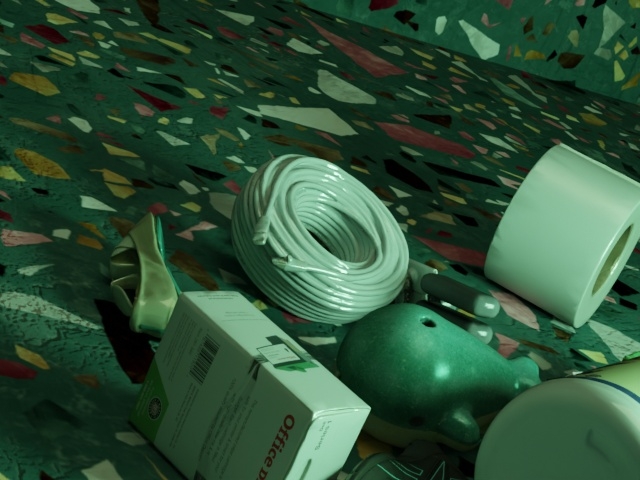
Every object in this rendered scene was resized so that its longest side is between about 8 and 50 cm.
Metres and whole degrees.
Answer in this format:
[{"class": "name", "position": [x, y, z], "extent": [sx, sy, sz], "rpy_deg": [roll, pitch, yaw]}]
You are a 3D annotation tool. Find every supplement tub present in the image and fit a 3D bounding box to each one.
[{"class": "supplement tub", "position": [0.342, 0.246, 1.670], "extent": [0.235, 0.235, 0.325], "rpy_deg": [36, 24, 30]}]

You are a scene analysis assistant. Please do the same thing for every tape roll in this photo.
[{"class": "tape roll", "position": [0.389, -0.007, 2.445], "extent": [0.169, 0.246, 0.246], "rpy_deg": [29, 20, 18]}]

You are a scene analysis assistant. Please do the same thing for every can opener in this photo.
[{"class": "can opener", "position": [0.171, 0.081, 2.106], "extent": [0.093, 0.074, 0.280], "rpy_deg": [11, 5, -19]}]

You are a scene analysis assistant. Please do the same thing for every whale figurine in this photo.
[{"class": "whale figurine", "position": [0.154, 0.153, 1.847], "extent": [0.272, 0.141, 0.216], "rpy_deg": [5, 34, -16]}]

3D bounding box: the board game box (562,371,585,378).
[{"class": "board game box", "position": [0.332, 0.202, 2.068], "extent": [0.090, 0.090, 0.020], "rpy_deg": [3, 58, -45]}]

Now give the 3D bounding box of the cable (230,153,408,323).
[{"class": "cable", "position": [0.000, 0.000, 2.111], "extent": [0.257, 0.089, 0.257], "rpy_deg": [27, 37, -22]}]

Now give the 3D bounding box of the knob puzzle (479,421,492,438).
[{"class": "knob puzzle", "position": [0.178, 0.196, 1.955], "extent": [0.213, 0.030, 0.213], "rpy_deg": [12, 32, -7]}]

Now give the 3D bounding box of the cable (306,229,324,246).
[{"class": "cable", "position": [-0.015, 0.000, 2.278], "extent": [0.139, 0.072, 0.287], "rpy_deg": [31, 8, 37]}]

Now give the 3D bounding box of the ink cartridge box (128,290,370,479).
[{"class": "ink cartridge box", "position": [-0.074, 0.174, 1.560], "extent": [0.092, 0.160, 0.219], "rpy_deg": [0, 31, -48]}]

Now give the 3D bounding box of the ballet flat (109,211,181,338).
[{"class": "ballet flat", "position": [-0.217, 0.040, 1.883], "extent": [0.086, 0.086, 0.248], "rpy_deg": [16, 22, -22]}]

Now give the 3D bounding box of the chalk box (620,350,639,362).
[{"class": "chalk box", "position": [0.473, 0.227, 2.094], "extent": [0.132, 0.132, 0.213], "rpy_deg": [34, 22, 25]}]

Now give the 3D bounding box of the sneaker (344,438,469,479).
[{"class": "sneaker", "position": [0.089, 0.271, 1.587], "extent": [0.106, 0.101, 0.267], "rpy_deg": [34, 22, 21]}]
